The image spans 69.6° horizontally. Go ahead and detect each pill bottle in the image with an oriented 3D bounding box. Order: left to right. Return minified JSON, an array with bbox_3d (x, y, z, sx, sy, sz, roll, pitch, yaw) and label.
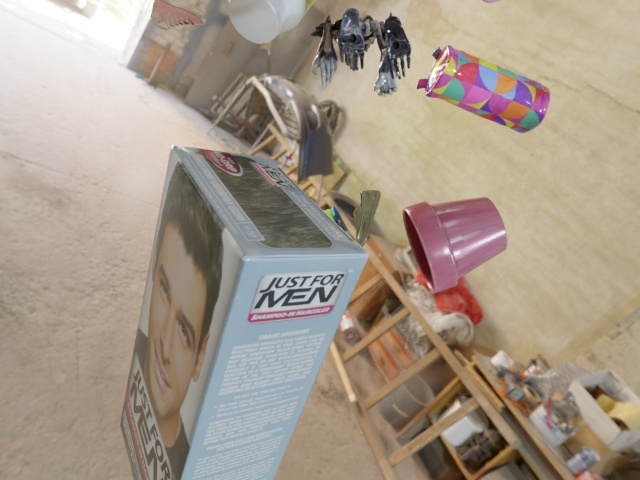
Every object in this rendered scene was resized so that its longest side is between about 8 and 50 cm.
[{"bbox_3d":[-0.076,-0.492,0.889,0.136,0.136,0.246,33,58,-13],"label":"pill bottle"}]

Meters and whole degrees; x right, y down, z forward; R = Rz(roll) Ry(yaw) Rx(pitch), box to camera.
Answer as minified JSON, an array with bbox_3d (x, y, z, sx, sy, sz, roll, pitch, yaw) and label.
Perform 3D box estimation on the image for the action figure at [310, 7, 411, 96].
[{"bbox_3d":[0.065,-0.327,0.804,0.163,0.141,0.276,3,23,-5],"label":"action figure"}]

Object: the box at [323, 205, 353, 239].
[{"bbox_3d":[0.000,0.000,1.193,0.042,0.178,0.109,-18,75,-41],"label":"box"}]

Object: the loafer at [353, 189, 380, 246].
[{"bbox_3d":[0.097,-0.050,1.060,0.050,0.148,0.056,17,-15,4],"label":"loafer"}]

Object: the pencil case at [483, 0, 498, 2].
[{"bbox_3d":[0.177,-0.394,0.458,0.124,0.124,0.284,-4,77,-60],"label":"pencil case"}]

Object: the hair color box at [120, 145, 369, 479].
[{"bbox_3d":[-0.106,0.119,0.461,0.113,0.375,0.185,1,31,-36],"label":"hair color box"}]

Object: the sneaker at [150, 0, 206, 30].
[{"bbox_3d":[-0.334,-0.512,1.069,0.134,0.070,0.051,26,2,7],"label":"sneaker"}]

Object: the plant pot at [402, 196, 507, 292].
[{"bbox_3d":[0.299,-0.008,1.022,0.201,0.180,0.202,-20,90,-87],"label":"plant pot"}]

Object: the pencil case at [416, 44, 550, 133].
[{"bbox_3d":[0.310,-0.284,0.871,0.236,0.105,0.104,18,25,-10],"label":"pencil case"}]
